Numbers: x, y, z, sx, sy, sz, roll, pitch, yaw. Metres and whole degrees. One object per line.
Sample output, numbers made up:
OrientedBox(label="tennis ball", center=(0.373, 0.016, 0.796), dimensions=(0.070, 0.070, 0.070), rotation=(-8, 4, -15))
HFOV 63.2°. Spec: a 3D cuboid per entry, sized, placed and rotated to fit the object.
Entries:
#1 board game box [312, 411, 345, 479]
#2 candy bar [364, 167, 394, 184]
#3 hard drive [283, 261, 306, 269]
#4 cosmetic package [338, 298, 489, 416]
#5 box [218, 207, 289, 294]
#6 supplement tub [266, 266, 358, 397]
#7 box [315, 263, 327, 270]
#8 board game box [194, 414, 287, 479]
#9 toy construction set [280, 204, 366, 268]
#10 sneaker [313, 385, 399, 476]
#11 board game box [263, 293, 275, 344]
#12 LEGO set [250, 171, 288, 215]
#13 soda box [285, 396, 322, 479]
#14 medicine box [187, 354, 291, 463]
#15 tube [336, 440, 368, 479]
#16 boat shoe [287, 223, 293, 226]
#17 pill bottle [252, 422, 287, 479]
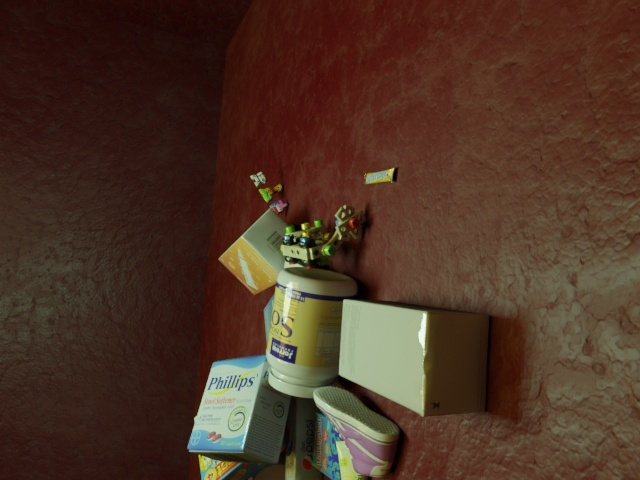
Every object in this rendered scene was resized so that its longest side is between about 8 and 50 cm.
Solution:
OrientedBox(label="board game box", center=(0.039, 0.598, 1.509), dimensions=(0.210, 0.047, 0.160), rotation=(162, 112, -66))
OrientedBox(label="candy bar", center=(0.165, -0.178, 1.456), dimensions=(0.161, 0.018, 0.040), rotation=(-173, 90, -66))
OrientedBox(label="hard drive", center=(-0.093, 0.230, 1.730), dimensions=(0.210, 0.040, 0.319), rotation=(-159, 77, -66))
OrientedBox(label="cosmetic package", center=(0.183, 0.236, 1.131), dimensions=(0.365, 0.155, 0.197), rotation=(178, 97, -66))
OrientedBox(label="box", center=(-0.222, 0.052, 1.990), dimensions=(0.168, 0.215, 0.345), rotation=(-48, 7, -28))
OrientedBox(label="supplement tub", center=(-0.029, 0.259, 1.513), dimensions=(0.241, 0.240, 0.332), rotation=(-160, 77, -66))
OrientedBox(label="box", center=(-0.070, 0.236, 1.826), dimensions=(0.322, 0.079, 0.257), rotation=(149, 126, -62))
OrientedBox(label="board game box", center=(-0.280, 0.646, 1.760), dimensions=(0.308, 0.086, 0.302), rotation=(-43, 37, 11))
OrientedBox(label="toy construction set", center=(0.000, 0.000, 1.594), dimensions=(0.327, 0.214, 0.151), rotation=(-20, 87, 59))
OrientedBox(label="sneaker", center=(0.072, 0.495, 1.331), dimensions=(0.282, 0.102, 0.161), rotation=(24, 112, 49))
OrientedBox(label="board game box", center=(-0.189, 0.377, 2.129), dimensions=(0.145, 0.027, 0.282), rotation=(122, 146, -49))
OrientedBox(label="LEGO set", center=(-0.197, -0.199, 2.223), dimensions=(0.227, 0.093, 0.087), rotation=(56, 179, 19))
OrientedBox(label="soda box", center=(-0.051, 0.638, 1.648), dimensions=(0.091, 0.097, 0.287), rotation=(157, 117, -64))
OrientedBox(label="medicine box", center=(-0.242, 0.527, 1.623), dimensions=(0.263, 0.149, 0.290), rotation=(-17, 49, 37))
OrientedBox(label="tube", center=(0.089, 0.648, 1.354), dimensions=(0.062, 0.069, 0.240), rotation=(131, 140, -62))
OrientedBox(label="boat shoe", center=(-0.171, -0.004, 2.113), dimensions=(0.267, 0.096, 0.088), rotation=(-17, 97, 59))
OrientedBox(label="pill bottle", center=(-0.199, 0.697, 1.864), dimensions=(0.334, 0.187, 0.188), rotation=(-116, 39, -51))
